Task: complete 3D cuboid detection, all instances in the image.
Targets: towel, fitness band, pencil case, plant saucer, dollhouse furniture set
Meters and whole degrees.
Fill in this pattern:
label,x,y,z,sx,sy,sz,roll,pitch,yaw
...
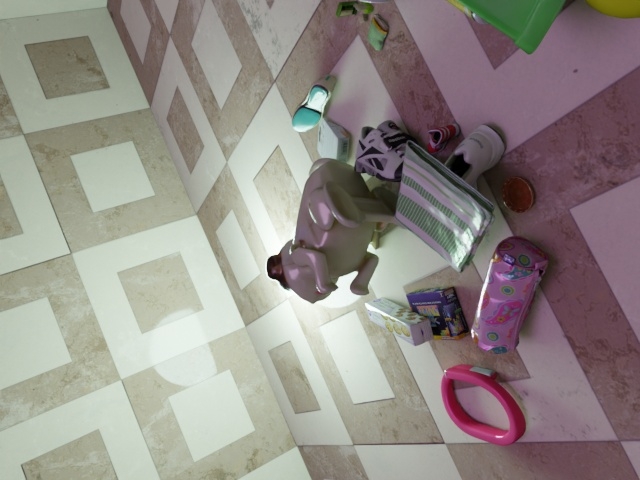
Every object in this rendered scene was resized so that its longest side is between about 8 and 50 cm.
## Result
label,x,y,z,sx,sy,sz,roll,pitch,yaw
towel,0.274,-0.063,1.367,0.248,0.038,0.325,43,164,19
fitness band,0.434,0.449,1.614,0.291,0.054,0.209,-6,103,62
pencil case,0.429,0.130,1.344,0.124,0.124,0.284,43,140,40
plant saucer,0.435,-0.101,1.295,0.083,0.013,0.083,37,138,43
dollhouse furniture set,0.107,-0.560,1.517,0.151,0.059,0.076,56,149,23

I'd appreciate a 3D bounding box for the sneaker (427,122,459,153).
label,x,y,z,sx,sy,sz,roll,pitch,yaw
sneaker,0.277,-0.240,1.421,0.042,0.067,0.118,63,151,11

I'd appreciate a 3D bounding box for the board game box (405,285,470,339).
label,x,y,z,sx,sy,sz,roll,pitch,yaw
board game box,0.325,0.205,1.648,0.170,0.048,0.141,-18,94,61

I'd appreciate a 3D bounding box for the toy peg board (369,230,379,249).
label,x,y,z,sx,sy,sz,roll,pitch,yaw
toy peg board,0.103,-0.062,1.826,0.161,0.079,0.160,36,137,45

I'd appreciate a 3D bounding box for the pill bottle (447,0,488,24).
label,x,y,z,sx,sy,sz,roll,pitch,yaw
pill bottle,0.291,-0.520,1.177,0.184,0.103,0.103,50,146,30

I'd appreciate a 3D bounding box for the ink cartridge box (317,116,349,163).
label,x,y,z,sx,sy,sz,roll,pitch,yaw
ink cartridge box,0.038,-0.302,1.845,0.179,0.045,0.145,-114,22,-47

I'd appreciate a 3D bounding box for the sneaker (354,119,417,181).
label,x,y,z,sx,sy,sz,roll,pitch,yaw
sneaker,0.187,-0.233,1.518,0.330,0.123,0.146,25,120,56

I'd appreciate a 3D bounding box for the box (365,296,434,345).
label,x,y,z,sx,sy,sz,roll,pitch,yaw
box,0.227,0.235,1.747,0.324,0.063,0.067,-161,55,-71

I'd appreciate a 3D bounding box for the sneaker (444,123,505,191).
label,x,y,z,sx,sy,sz,roll,pitch,yaw
sneaker,0.311,-0.134,1.366,0.111,0.129,0.297,44,145,26

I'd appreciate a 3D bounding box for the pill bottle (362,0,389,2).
label,x,y,z,sx,sy,sz,roll,pitch,yaw
pill bottle,0.130,-0.666,1.343,0.121,0.121,0.216,42,140,41

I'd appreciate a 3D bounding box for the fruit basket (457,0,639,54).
label,x,y,z,sx,sy,sz,roll,pitch,yaw
fruit basket,0.423,-0.473,0.896,0.392,0.283,0.392,9,137,8

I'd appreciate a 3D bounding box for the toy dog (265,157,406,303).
label,x,y,z,sx,sy,sz,roll,pitch,yaw
toy dog,0.000,0.000,1.692,0.395,0.285,0.408,49,126,28

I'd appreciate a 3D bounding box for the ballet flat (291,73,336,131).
label,x,y,z,sx,sy,sz,roll,pitch,yaw
ballet flat,-0.018,-0.425,1.812,0.086,0.086,0.248,64,150,9
